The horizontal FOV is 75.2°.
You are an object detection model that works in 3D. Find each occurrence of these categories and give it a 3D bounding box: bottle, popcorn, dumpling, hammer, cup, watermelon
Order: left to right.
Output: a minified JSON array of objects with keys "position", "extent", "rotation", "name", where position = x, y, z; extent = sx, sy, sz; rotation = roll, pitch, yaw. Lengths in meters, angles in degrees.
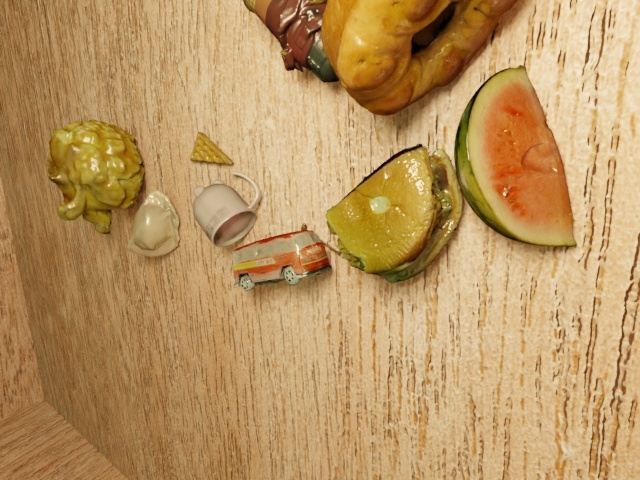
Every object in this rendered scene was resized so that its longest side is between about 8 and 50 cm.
[{"position":[-0.701,-0.217,1.319],"extent":[0.279,0.274,0.336],"rotation":[-30,92,11],"name":"popcorn"},{"position":[-0.515,-0.040,1.314],"extent":[0.151,0.124,0.229],"rotation":[21,112,-11],"name":"dumpling"},{"position":[-0.253,-0.092,1.079],"extent":[0.142,0.134,0.173],"rotation":[50,128,18],"name":"cup"},{"position":[-0.041,-0.425,0.817],"extent":[0.271,0.143,0.156],"rotation":[54,128,11],"name":"bottle"},{"position":[0.000,0.000,0.986],"extent":[0.123,0.014,0.029],"rotation":[36,133,23],"name":"hammer"},{"position":[0.290,-0.112,0.695],"extent":[0.128,0.159,0.304],"rotation":[163,89,-78],"name":"watermelon"}]

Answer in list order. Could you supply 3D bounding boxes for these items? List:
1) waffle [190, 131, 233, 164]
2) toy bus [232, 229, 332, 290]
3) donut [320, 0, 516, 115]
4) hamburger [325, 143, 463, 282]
[{"position":[-0.302,-0.221,1.150],"extent":[0.152,0.023,0.097],"rotation":[43,126,20],"name":"waffle"},{"position":[-0.101,0.048,1.007],"extent":[0.265,0.121,0.120],"rotation":[-13,90,41],"name":"toy bus"},{"position":[0.147,-0.342,0.614],"extent":[0.317,0.299,0.150],"rotation":[-35,66,6],"name":"donut"},{"position":[0.142,-0.026,0.769],"extent":[0.288,0.167,0.192],"rotation":[-37,78,38],"name":"hamburger"}]
